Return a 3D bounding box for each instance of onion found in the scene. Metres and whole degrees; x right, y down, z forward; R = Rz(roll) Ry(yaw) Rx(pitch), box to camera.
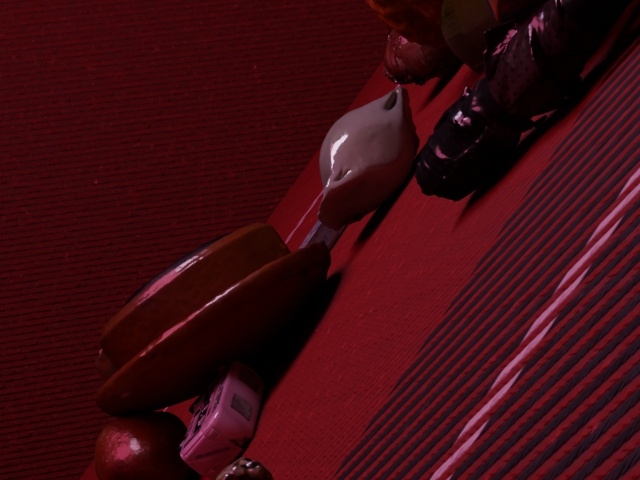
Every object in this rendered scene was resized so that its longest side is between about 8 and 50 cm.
[{"bbox_3d":[0.164,-0.327,2.547,0.184,0.147,0.184,-38,4,3],"label":"onion"}]

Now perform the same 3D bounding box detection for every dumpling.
[{"bbox_3d":[0.066,-0.098,2.190,0.229,0.124,0.151,-50,-32,-24],"label":"dumpling"}]

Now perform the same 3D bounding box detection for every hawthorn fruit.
[{"bbox_3d":[-0.224,0.286,2.063,0.133,0.133,0.138,-52,9,12],"label":"hawthorn fruit"}]

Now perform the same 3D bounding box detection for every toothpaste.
[{"bbox_3d":[0.000,0.000,2.410,0.196,0.040,0.047,-56,11,-26],"label":"toothpaste"}]

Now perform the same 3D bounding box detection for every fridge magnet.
[{"bbox_3d":[-0.145,0.104,2.128,0.364,0.155,0.363,-34,-6,-4],"label":"fridge magnet"}]

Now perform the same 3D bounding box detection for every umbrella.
[{"bbox_3d":[0.191,-0.146,1.535,0.090,0.094,0.326,-2,-31,-34],"label":"umbrella"}]

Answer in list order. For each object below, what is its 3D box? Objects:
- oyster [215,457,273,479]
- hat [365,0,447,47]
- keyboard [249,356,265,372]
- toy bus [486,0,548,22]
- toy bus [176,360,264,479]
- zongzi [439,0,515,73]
[{"bbox_3d":[-0.121,0.294,1.405,0.201,0.107,0.354,-34,-15,-23],"label":"oyster"},{"bbox_3d":[0.160,-0.354,2.129,0.285,0.285,0.400,-51,11,20],"label":"hat"},{"bbox_3d":[-0.142,0.240,2.231,0.204,0.013,0.061,-54,7,-10],"label":"keyboard"},{"bbox_3d":[0.241,-0.266,1.517,0.192,0.065,0.077,-19,-22,-4],"label":"toy bus"},{"bbox_3d":[-0.116,0.214,1.950,0.090,0.063,0.203,-49,9,13],"label":"toy bus"},{"bbox_3d":[0.273,-0.310,1.713,0.300,0.145,0.274,-40,3,-12],"label":"zongzi"}]
